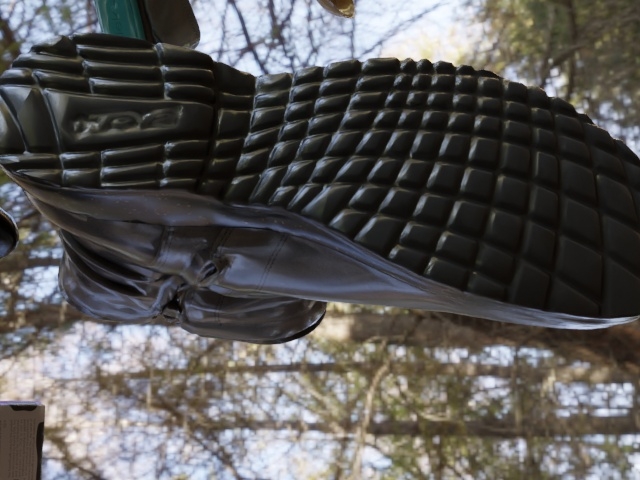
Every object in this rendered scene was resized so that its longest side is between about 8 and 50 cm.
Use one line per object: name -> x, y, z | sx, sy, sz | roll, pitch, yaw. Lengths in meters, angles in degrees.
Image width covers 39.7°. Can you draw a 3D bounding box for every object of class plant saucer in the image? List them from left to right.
plant saucer -> 0.002, -0.230, 0.783 | 0.083, 0.015, 0.083 | 46, -150, -36

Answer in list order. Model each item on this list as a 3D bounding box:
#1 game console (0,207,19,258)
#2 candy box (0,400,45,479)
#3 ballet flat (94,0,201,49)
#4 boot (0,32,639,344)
game console -> -0.344, -0.085, 0.572 | 0.361, 0.213, 0.044 | 45, -135, -41
candy box -> -0.277, 0.121, 0.470 | 0.196, 0.165, 0.070 | 21, -113, -67
ballet flat -> -0.125, -0.209, 0.562 | 0.068, 0.072, 0.213 | -40, -46, -37
boot -> 0.000, 0.000, 0.503 | 0.222, 0.338, 0.118 | 91, -165, -64
